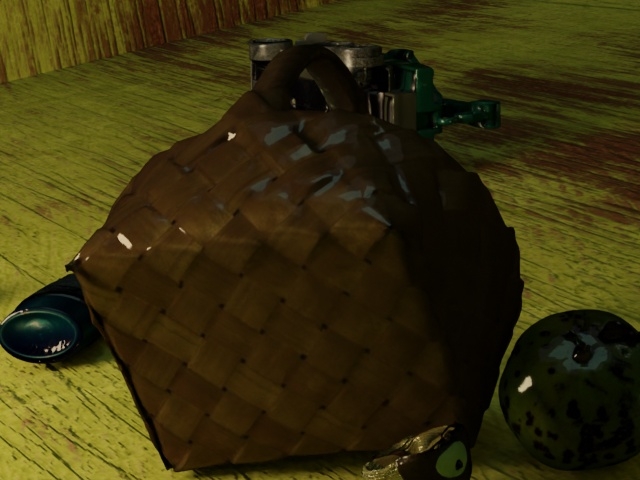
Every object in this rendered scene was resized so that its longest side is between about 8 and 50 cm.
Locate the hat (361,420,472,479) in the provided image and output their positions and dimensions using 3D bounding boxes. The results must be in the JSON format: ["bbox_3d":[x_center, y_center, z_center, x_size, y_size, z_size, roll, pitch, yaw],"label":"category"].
[{"bbox_3d":[0.073,0.168,1.280,0.076,0.059,0.077,-20,6,24],"label":"hat"}]

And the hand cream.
[{"bbox_3d":[-0.237,0.060,1.817,0.120,0.061,0.270,-4,12,12],"label":"hand cream"}]

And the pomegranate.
[{"bbox_3d":[0.190,0.116,1.329,0.122,0.122,0.161,-9,-21,0],"label":"pomegranate"}]

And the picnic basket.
[{"bbox_3d":[0.000,0.000,1.432,0.337,0.293,0.337,-15,32,10],"label":"picnic basket"}]

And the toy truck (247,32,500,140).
[{"bbox_3d":[0.046,-0.165,2.226,0.178,0.176,0.363,-9,15,-31],"label":"toy truck"}]
